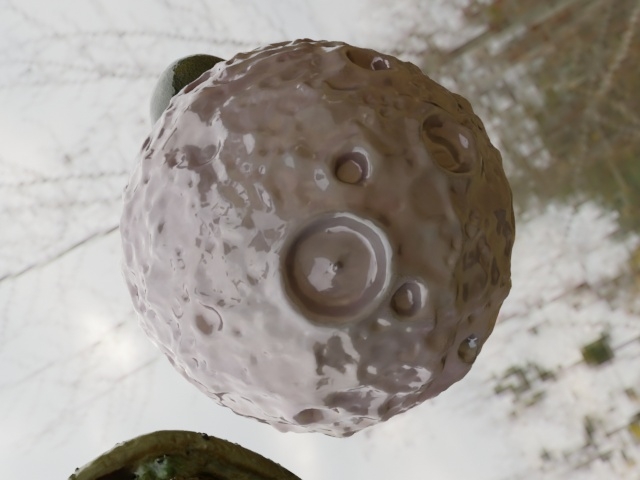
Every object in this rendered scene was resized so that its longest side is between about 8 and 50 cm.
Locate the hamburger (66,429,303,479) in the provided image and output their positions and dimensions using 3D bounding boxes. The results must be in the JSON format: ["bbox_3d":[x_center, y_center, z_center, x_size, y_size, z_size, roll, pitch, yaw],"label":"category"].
[{"bbox_3d":[-0.097,0.285,1.557,0.288,0.192,0.168,48,-175,-30],"label":"hamburger"}]

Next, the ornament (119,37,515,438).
[{"bbox_3d":[0.000,0.000,1.069,0.259,0.259,0.225,58,-179,-9],"label":"ornament"}]

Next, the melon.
[{"bbox_3d":[-0.090,-0.094,1.366,0.098,0.098,0.131,38,-155,-52],"label":"melon"}]
